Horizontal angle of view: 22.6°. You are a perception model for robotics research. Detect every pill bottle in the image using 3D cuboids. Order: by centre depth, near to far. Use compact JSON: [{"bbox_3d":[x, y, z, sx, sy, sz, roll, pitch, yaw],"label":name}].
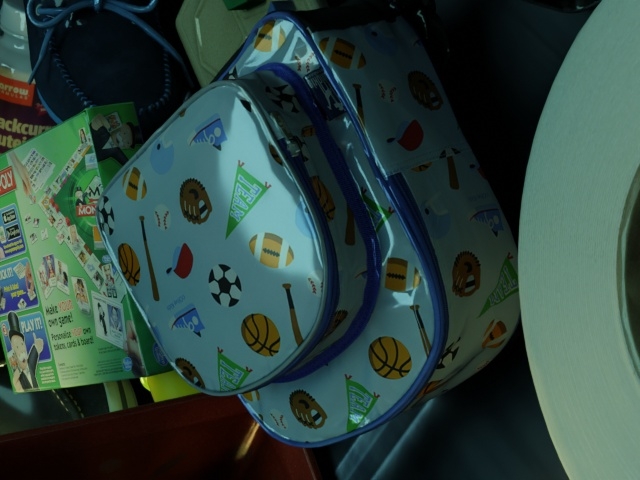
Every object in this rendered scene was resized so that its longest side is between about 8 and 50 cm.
[{"bbox_3d":[-0.289,-0.142,1.600,0.108,0.108,0.193,39,124,49],"label":"pill bottle"}]

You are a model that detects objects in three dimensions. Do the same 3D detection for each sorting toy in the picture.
[{"bbox_3d":[-0.074,-0.193,1.284,0.307,0.041,0.229,66,150,25],"label":"sorting toy"}]

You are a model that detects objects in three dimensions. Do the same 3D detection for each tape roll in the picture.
[{"bbox_3d":[0.249,0.018,0.817,0.392,0.072,0.391,7,98,57],"label":"tape roll"}]

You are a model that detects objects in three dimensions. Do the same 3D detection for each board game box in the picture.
[{"bbox_3d":[-0.215,0.018,1.365,0.317,0.046,0.213,-13,89,60],"label":"board game box"}]

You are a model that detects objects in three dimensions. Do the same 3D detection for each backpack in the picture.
[{"bbox_3d":[0.000,0.000,1.072,0.263,0.213,0.276,55,137,6],"label":"backpack"}]

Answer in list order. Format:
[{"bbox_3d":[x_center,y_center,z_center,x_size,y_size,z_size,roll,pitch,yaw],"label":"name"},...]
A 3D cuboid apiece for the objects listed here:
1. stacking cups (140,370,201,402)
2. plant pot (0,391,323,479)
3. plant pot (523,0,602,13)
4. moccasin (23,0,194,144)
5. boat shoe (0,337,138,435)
[{"bbox_3d":[-0.145,0.032,1.405,0.096,0.096,0.316,-59,45,41],"label":"stacking cups"},{"bbox_3d":[-0.133,0.300,1.279,0.235,0.267,0.267,113,142,-56],"label":"plant pot"},{"bbox_3d":[0.132,-0.251,0.895,0.187,0.188,0.166,-20,63,56],"label":"plant pot"},{"bbox_3d":[-0.215,-0.207,1.429,0.342,0.138,0.116,-124,29,-43],"label":"moccasin"},{"bbox_3d":[-0.327,0.153,1.641,0.500,0.156,0.186,38,121,48],"label":"boat shoe"}]
